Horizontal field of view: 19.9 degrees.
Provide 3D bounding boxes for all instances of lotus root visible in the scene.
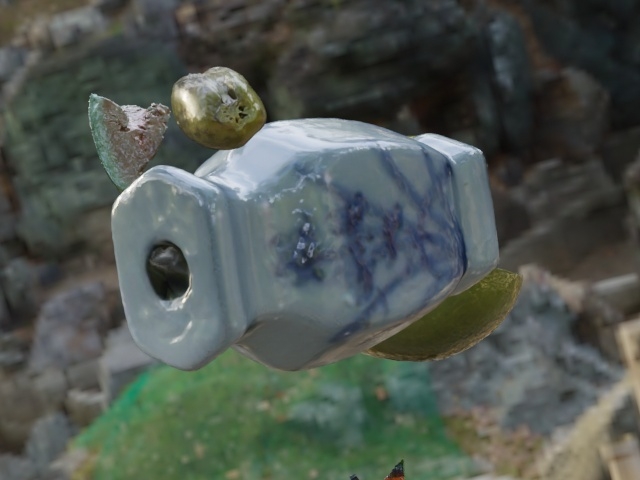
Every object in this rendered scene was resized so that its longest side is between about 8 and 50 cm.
[{"bbox_3d":[-0.068,-0.086,1.181,0.054,0.049,0.099,-17,22,-16],"label":"lotus root"}]

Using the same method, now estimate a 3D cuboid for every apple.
[{"bbox_3d":[0.113,0.012,2.283,0.292,0.292,0.254,-15,-2,6],"label":"apple"}]

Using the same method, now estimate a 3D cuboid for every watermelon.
[{"bbox_3d":[-0.238,-0.120,2.184,0.080,0.155,0.101,-7,-30,31],"label":"watermelon"}]

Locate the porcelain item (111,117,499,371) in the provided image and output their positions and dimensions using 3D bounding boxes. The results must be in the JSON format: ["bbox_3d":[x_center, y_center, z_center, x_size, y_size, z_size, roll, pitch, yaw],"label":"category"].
[{"bbox_3d":[0.000,0.000,1.786,0.178,0.242,0.405,-6,4,45],"label":"porcelain item"}]

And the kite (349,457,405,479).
[{"bbox_3d":[0.058,0.287,1.942,0.122,0.090,0.004,-40,-8,8],"label":"kite"}]
